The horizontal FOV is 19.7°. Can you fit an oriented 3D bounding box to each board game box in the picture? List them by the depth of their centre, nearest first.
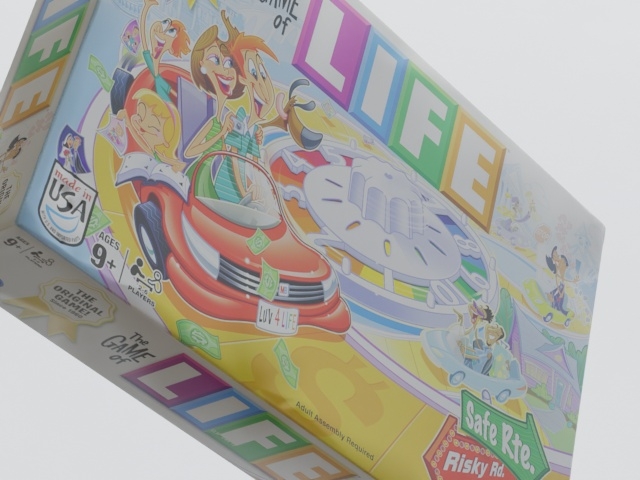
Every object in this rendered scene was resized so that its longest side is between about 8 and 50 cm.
[{"bbox_3d":[0.000,0.000,0.391,0.026,0.154,0.103,-21,-137,40],"label":"board game box"}]
